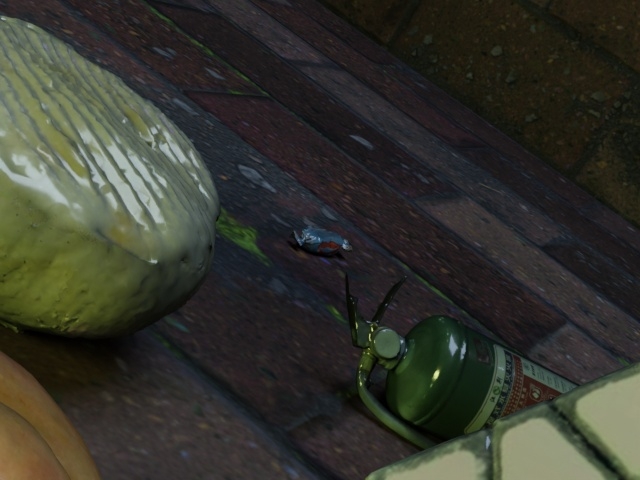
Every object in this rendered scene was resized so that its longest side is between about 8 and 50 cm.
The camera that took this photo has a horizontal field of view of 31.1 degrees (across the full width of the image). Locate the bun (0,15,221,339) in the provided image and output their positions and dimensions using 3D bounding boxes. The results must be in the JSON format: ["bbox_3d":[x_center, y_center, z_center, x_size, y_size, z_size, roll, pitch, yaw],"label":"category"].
[{"bbox_3d":[-0.177,-0.028,0.695,0.239,0.141,0.239,35,18,-14],"label":"bun"}]

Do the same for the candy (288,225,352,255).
[{"bbox_3d":[0.000,-0.001,1.126,0.083,0.020,0.030,10,29,-48],"label":"candy"}]

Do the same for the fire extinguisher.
[{"bbox_3d":[0.131,0.125,0.899,0.294,0.118,0.093,27,-17,-17],"label":"fire extinguisher"}]

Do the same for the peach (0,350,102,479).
[{"bbox_3d":[-0.140,0.107,0.338,0.184,0.184,0.184,30,18,-10],"label":"peach"}]

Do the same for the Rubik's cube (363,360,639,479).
[{"bbox_3d":[0.134,0.189,0.440,0.319,0.319,0.264,3,61,-58],"label":"Rubik's cube"}]
